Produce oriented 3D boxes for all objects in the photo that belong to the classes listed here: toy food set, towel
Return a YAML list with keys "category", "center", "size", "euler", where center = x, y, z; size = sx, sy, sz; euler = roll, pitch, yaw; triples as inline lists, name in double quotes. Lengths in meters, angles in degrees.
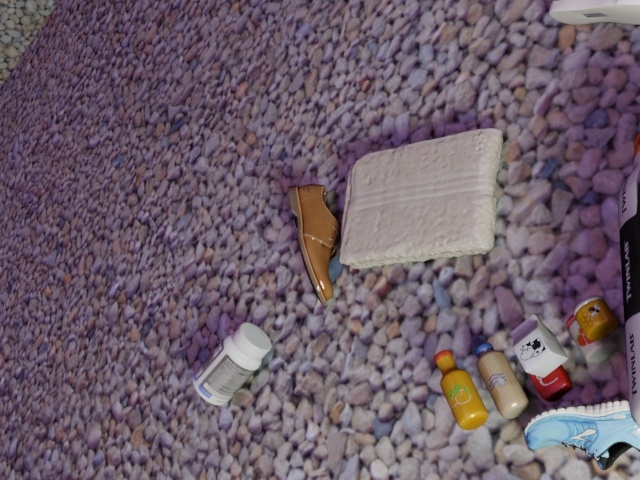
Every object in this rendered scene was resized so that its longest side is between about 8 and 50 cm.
- category: "toy food set"
  center: [0.255, 0.131, 1.063]
  size: [0.232, 0.111, 0.105]
  euler: [-46, 46, 26]
- category: "towel"
  center: [0.147, -0.057, 1.308]
  size: [0.282, 0.049, 0.187]
  euler: [-7, 70, 43]

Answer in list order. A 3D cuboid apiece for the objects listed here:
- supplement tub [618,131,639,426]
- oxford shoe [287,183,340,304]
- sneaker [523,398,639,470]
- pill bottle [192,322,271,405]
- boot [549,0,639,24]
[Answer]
- category: "supplement tub"
  center: [0.408, 0.035, 0.887]
  size: [0.193, 0.193, 0.316]
  euler: [-16, 62, 41]
- category: "oxford shoe"
  center: [0.000, 0.000, 1.424]
  size: [0.076, 0.076, 0.212]
  euler: [-11, 71, -1]
- category: "sneaker"
  center: [0.309, 0.229, 1.004]
  size: [0.162, 0.063, 0.073]
  euler: [-20, 63, 40]
- category: "pill bottle"
  center: [-0.149, 0.208, 1.475]
  size: [0.137, 0.078, 0.078]
  euler: [-48, 45, 20]
- category: "boot"
  center: [0.393, -0.339, 1.156]
  size: [0.190, 0.069, 0.086]
  euler: [17, 89, 50]
